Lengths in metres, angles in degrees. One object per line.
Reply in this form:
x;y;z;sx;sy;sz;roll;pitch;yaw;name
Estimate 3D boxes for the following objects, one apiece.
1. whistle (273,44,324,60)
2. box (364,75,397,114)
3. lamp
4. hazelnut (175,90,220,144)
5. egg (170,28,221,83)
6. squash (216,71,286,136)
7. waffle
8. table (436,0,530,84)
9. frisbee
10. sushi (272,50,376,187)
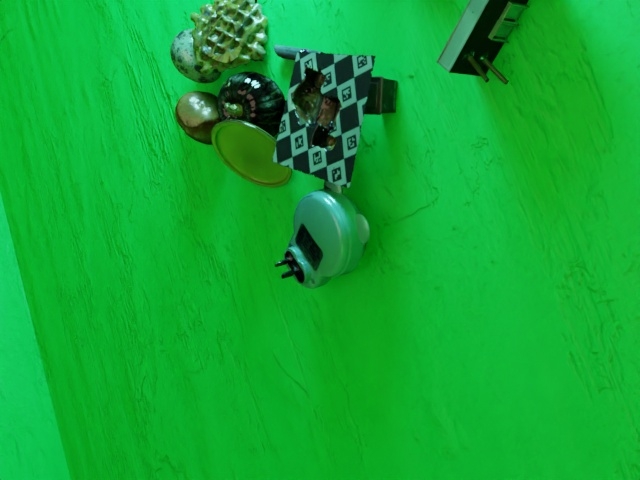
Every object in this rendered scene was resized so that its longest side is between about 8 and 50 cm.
-0.055;-0.465;1.995;0.176;0.033;0.033;20;109;42;whistle
0.134;-0.324;1.794;0.060;0.063;0.085;10;101;43;box
0.009;-0.001;1.901;0.284;0.147;0.209;-49;59;29;lamp
-0.334;-0.337;2.233;0.150;0.150;0.150;7;100;46;hazelnut
-0.341;-0.508;2.218;0.172;0.132;0.132;49;128;16;egg
-0.178;-0.340;2.056;0.193;0.156;0.193;9;124;14;squash
-0.242;-0.553;2.108;0.223;0.054;0.204;-12;77;17;waffle
0.346;-0.411;1.519;0.111;0.121;0.240;48;127;31;table
-0.176;-0.223;2.059;0.236;0.017;0.236;21;148;14;frisbee
0.023;-0.288;1.862;0.292;0.059;0.294;21;100;47;sushi
